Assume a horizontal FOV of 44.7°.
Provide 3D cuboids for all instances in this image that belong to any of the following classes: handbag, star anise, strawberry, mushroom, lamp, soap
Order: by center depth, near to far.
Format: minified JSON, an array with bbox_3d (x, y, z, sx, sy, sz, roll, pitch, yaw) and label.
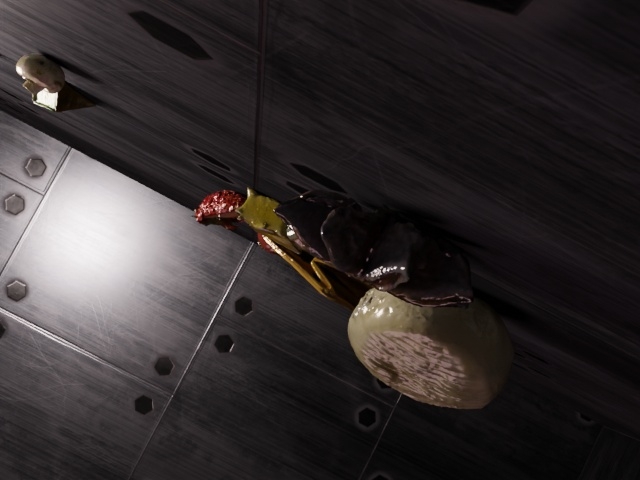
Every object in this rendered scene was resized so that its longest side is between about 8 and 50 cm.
[{"bbox_3d":[0.086,0.011,1.128,0.332,0.117,0.332,23,-177,-1],"label":"star anise"},{"bbox_3d":[-0.490,-0.289,1.361,0.083,0.067,0.083,34,176,3],"label":"mushroom"},{"bbox_3d":[-0.103,-0.040,1.791,0.135,0.076,0.233,28,176,13],"label":"soap"},{"bbox_3d":[-0.214,-0.088,1.951,0.167,0.087,0.208,6,166,-44],"label":"strawberry"},{"bbox_3d":[0.029,0.084,2.088,0.283,0.133,0.401,30,176,28],"label":"handbag"},{"bbox_3d":[-0.130,-0.009,2.145,0.101,0.090,0.101,48,-161,-23],"label":"lamp"}]

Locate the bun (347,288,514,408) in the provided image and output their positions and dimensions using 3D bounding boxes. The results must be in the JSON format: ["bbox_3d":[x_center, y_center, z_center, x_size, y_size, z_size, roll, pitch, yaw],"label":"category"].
[{"bbox_3d":[0.231,0.190,1.559,0.326,0.234,0.362,17,154,33],"label":"bun"}]

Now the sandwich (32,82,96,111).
[{"bbox_3d":[-0.525,-0.315,1.612,0.074,0.074,0.116,24,-154,25],"label":"sandwich"}]

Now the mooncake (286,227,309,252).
[{"bbox_3d":[0.000,0.000,1.675,0.125,0.073,0.130,23,175,26],"label":"mooncake"}]
